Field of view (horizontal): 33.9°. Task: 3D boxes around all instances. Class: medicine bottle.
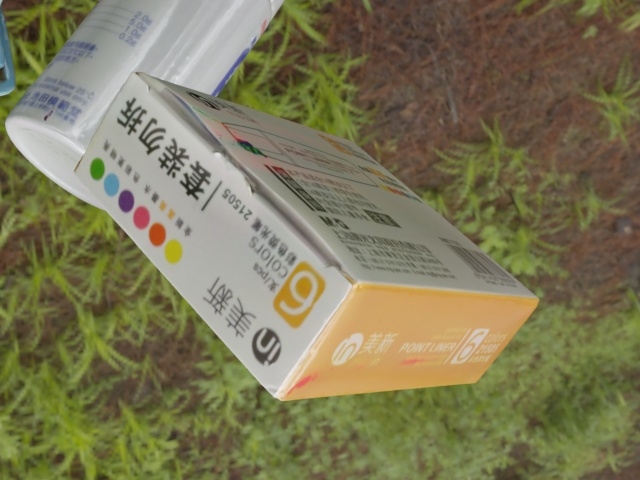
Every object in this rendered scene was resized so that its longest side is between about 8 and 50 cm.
[{"bbox_3d":[-0.122,-0.193,0.919,0.341,0.130,0.130,-58,151,-20],"label":"medicine bottle"}]

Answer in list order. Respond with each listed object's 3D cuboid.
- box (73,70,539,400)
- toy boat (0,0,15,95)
[{"bbox_3d":[0.000,0.000,0.706,0.274,0.221,0.091,11,118,-56],"label":"box"},{"bbox_3d":[-0.348,-0.278,0.880,0.145,0.332,0.133,-17,180,-37],"label":"toy boat"}]
